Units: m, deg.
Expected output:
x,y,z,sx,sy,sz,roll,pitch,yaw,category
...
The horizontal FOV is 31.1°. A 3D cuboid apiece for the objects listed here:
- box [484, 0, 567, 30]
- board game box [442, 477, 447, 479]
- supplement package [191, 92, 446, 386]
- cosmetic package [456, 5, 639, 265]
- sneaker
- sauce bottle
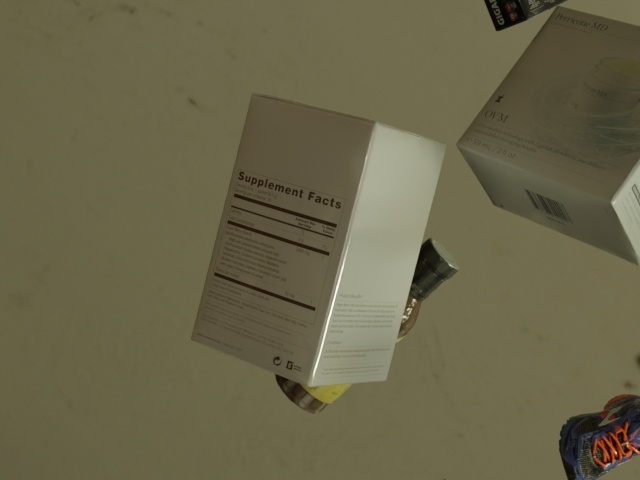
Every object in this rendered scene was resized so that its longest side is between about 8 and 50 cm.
x,y,z,sx,sy,sz,roll,pitch,yaw,category
0.266,-0.385,1.521,0.051,0.175,0.220,-16,-169,38,box
0.221,0.509,1.850,0.160,0.211,0.039,-29,164,-46,board game box
0.000,0.000,1.320,0.177,0.175,0.293,8,98,-58,supplement package
0.323,-0.129,1.333,0.224,0.138,0.225,26,-106,42,cosmetic package
0.390,0.255,1.508,0.221,0.083,0.087,-25,-172,-41,sneaker
0.078,0.136,1.852,0.344,0.111,0.111,-43,-167,16,sauce bottle
